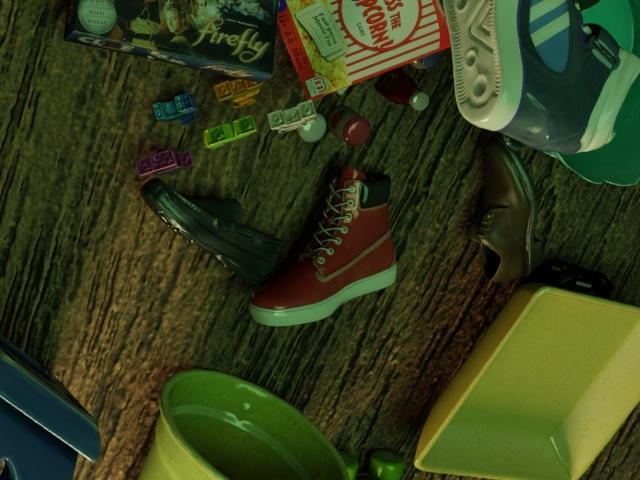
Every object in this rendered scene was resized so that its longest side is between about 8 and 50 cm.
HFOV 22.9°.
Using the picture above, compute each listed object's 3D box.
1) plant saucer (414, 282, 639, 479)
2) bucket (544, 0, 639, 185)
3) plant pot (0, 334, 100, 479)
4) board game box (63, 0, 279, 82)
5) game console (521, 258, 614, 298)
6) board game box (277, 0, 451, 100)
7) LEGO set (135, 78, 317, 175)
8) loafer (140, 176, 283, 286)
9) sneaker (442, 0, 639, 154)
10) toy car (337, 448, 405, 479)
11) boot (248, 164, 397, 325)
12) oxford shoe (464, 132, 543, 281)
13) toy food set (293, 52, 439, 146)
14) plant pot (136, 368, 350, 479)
[{"bbox_3d":[0.317,0.191,2.220,0.332,0.081,0.333,13,121,-38],"label":"plant saucer"},{"bbox_3d":[0.361,-0.227,2.065,0.281,0.183,0.281,-10,115,-22],"label":"bucket"},{"bbox_3d":[-0.409,0.227,1.861,0.212,0.236,0.236,-51,123,-6],"label":"plant pot"},{"bbox_3d":[-0.165,-0.286,1.808,0.243,0.042,0.165,9,78,-26],"label":"board game box"},{"bbox_3d":[0.392,0.148,2.316,0.361,0.044,0.213,16,118,-39],"label":"game console"},{"bbox_3d":[0.050,-0.271,1.897,0.193,0.045,0.147,-21,100,13],"label":"board game box"},{"bbox_3d":[-0.113,-0.151,1.920,0.227,0.093,0.087,-17,85,11],"label":"LEGO set"},{"bbox_3d":[-0.134,-0.024,1.978,0.223,0.076,0.078,37,87,-38],"label":"loafer"},{"bbox_3d":[0.274,-0.260,1.874,0.236,0.130,0.323,10,72,-33],"label":"sneaker"},{"bbox_3d":[0.076,0.404,2.200,0.149,0.188,0.155,2,111,-27],"label":"toy car"},{"bbox_3d":[0.000,0.000,2.025,0.244,0.088,0.176,-25,122,-39],"label":"boot"},{"bbox_3d":[0.243,-0.037,2.152,0.096,0.083,0.227,-20,119,-16],"label":"oxford shoe"},{"bbox_3d":[0.070,-0.200,1.978,0.111,0.104,0.232,39,92,-34],"label":"toy food set"},{"bbox_3d":[-0.143,0.351,2.046,0.276,0.276,0.254,20,113,-32],"label":"plant pot"}]
